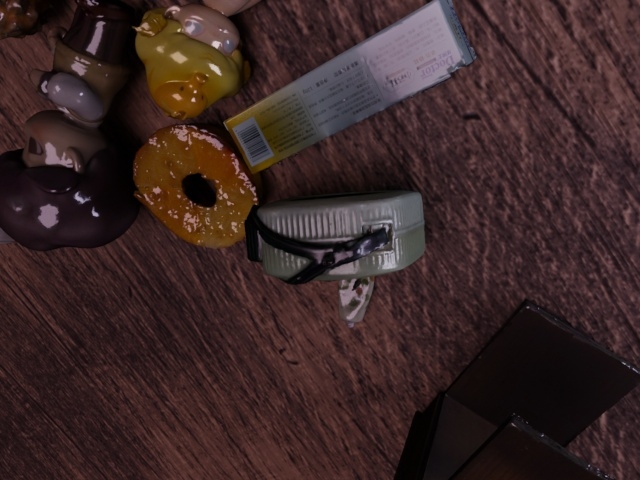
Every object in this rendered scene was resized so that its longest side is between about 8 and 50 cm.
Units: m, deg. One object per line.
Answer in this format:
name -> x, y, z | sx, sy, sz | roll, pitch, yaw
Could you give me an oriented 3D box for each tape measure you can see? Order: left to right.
tape measure -> 0.000, 0.000, 0.730 | 0.235, 0.207, 0.115 | -3, 99, 23

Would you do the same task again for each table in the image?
table -> 0.241, 0.271, 0.734 | 0.196, 0.250, 0.282 | 33, 123, 6

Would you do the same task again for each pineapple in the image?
pineapple -> -0.444, -0.368, 0.773 | 0.166, 0.166, 0.193 | 10, 117, 18

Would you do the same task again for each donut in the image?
donut -> -0.165, -0.083, 0.834 | 0.190, 0.074, 0.174 | 38, 118, -10

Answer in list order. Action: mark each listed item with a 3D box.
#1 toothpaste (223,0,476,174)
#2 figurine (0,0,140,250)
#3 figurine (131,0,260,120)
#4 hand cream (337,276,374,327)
toothpaste -> 0.026, -0.182, 0.714 | 0.313, 0.071, 0.089 | -22, 102, 30
figurine -> -0.354, -0.148, 0.802 | 0.218, 0.206, 0.365 | 32, 125, 39
figurine -> -0.144, -0.263, 0.726 | 0.156, 0.131, 0.246 | 22, 112, -35
hand cream -> 0.052, 0.050, 0.841 | 0.057, 0.037, 0.165 | 13, 112, 17
